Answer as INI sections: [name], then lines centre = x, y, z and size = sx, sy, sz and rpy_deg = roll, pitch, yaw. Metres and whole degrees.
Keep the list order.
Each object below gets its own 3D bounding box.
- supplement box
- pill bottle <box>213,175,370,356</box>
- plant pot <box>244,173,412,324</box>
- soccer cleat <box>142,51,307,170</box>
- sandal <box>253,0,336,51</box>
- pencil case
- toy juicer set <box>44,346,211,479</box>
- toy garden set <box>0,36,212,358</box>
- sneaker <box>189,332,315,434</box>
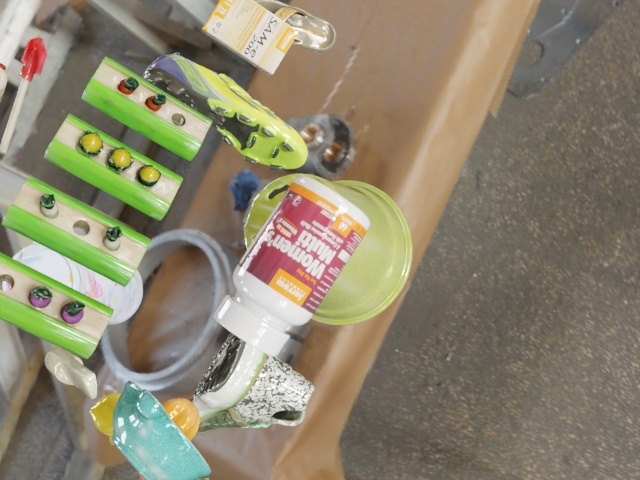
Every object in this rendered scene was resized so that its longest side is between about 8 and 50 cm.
[supplement box]
centre = -0.084, -0.250, 0.928
size = 0.062, 0.098, 0.036
rpy_deg = -58, 13, 2
[pill bottle]
centre = -0.040, 0.035, 1.026
size = 0.121, 0.121, 0.221
rpy_deg = 30, 85, 39
[plant pot]
centre = 0.000, 0.000, 1.345
size = 0.276, 0.254, 0.276
rpy_deg = -4, 79, 18
[soccer cleat]
centre = -0.138, -0.211, 1.209
size = 0.289, 0.093, 0.121
rpy_deg = 28, 48, 5
[sandal]
centre = -0.053, -0.350, 1.271
size = 0.049, 0.180, 0.072
rpy_deg = -133, 55, -64
[pencil case]
centre = -0.367, 0.070, 1.182
size = 0.113, 0.273, 0.124
rpy_deg = 4, 87, 8
[toy juicer set]
centre = -0.195, 0.197, 0.862
size = 0.089, 0.329, 0.209
rpy_deg = -42, 39, -21
[toy garden set]
centre = -0.215, -0.063, 0.608
size = 0.049, 0.204, 0.244
rpy_deg = -36, 29, 55
[sneaker]
centre = -0.123, 0.279, 1.316
size = 0.158, 0.182, 0.410
rpy_deg = -62, 5, -25
